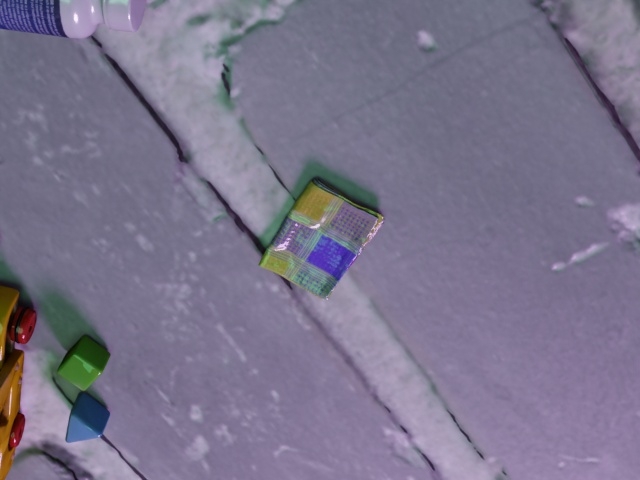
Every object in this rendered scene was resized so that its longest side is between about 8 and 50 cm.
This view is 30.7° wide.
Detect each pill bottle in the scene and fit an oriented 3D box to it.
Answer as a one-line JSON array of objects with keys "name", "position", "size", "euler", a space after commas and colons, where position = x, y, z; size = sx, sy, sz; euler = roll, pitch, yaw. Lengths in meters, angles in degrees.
[{"name": "pill bottle", "position": [-0.171, -0.161, 0.718], "size": [0.120, 0.067, 0.067], "euler": [8, 118, 2]}]

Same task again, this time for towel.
[{"name": "towel", "position": [0.000, 0.000, 0.817], "size": [0.060, 0.009, 0.083], "euler": [30, 116, -11]}]

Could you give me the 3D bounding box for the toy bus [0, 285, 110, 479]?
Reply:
[{"name": "toy bus", "position": [-0.273, 0.111, 0.849], "size": [0.191, 0.104, 0.202], "euler": [-30, 111, 19]}]
